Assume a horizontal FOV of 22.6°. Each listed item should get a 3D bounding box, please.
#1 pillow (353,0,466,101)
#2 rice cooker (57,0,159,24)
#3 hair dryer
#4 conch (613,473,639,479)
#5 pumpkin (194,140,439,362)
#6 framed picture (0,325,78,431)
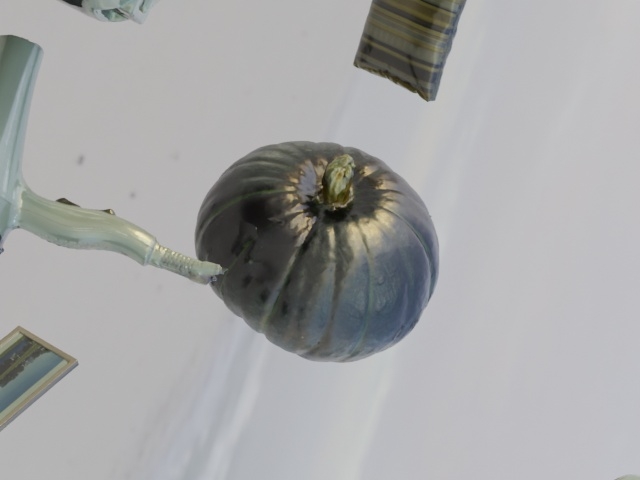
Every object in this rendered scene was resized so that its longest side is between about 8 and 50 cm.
[{"bbox_3d":[0.099,-0.244,1.517,0.038,0.113,0.203,1,113,-48],"label":"pillow"},{"bbox_3d":[-0.215,-0.343,1.314,0.288,0.277,0.288,-64,176,-8],"label":"rice cooker"},{"bbox_3d":[-0.220,-0.069,1.387,0.092,0.267,0.229,115,-27,-72],"label":"hair dryer"},{"bbox_3d":[0.508,0.411,2.261,0.368,0.249,0.197,-52,-164,-28],"label":"conch"},{"bbox_3d":[0.000,0.000,1.603,0.250,0.249,0.216,-72,176,-48],"label":"pumpkin"},{"bbox_3d":[-0.383,0.171,1.944,0.149,0.109,0.011,-42,142,-33],"label":"framed picture"}]
